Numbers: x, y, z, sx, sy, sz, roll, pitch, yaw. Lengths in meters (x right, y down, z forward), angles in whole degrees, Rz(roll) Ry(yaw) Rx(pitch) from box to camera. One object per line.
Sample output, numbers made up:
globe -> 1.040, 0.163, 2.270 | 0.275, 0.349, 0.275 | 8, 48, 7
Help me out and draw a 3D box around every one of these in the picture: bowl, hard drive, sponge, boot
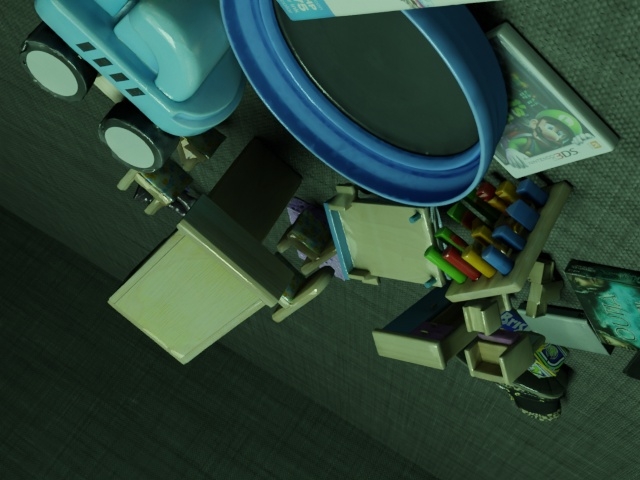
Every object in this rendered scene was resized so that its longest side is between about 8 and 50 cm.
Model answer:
bowl -> 0.049, -0.206, 0.990 | 0.391, 0.077, 0.391 | 35, 158, 16
hard drive -> 0.398, 0.142, 1.335 | 0.135, 0.022, 0.094 | 7, 146, 52
sponge -> 0.000, 0.000, 1.625 | 0.117, 0.031, 0.210 | 28, 159, 19
boot -> 0.358, 0.261, 1.571 | 0.236, 0.085, 0.179 | 23, 159, 27

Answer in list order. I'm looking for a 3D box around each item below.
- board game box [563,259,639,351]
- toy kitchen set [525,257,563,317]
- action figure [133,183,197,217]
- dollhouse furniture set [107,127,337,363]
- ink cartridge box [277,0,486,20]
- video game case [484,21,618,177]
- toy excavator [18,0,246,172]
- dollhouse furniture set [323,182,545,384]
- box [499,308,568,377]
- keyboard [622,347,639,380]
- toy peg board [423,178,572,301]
board game box -> 0.438, 0.103, 1.181 | 0.126, 0.026, 0.186 | 12, 149, 46
toy kitchen set -> 0.316, 0.065, 1.237 | 0.075, 0.083, 0.068 | 16, -166, 42
action figure -> -0.271, -0.059, 1.834 | 0.285, 0.099, 0.185 | 38, 153, -20
dollhouse furniture set -> -0.126, -0.036, 1.299 | 0.362, 0.394, 0.256 | 42, 134, -12
ink cartridge box -> 0.066, -0.309, 0.609 | 0.270, 0.198, 0.197 | 12, 149, 48
video game case -> 0.223, -0.154, 0.957 | 0.190, 0.022, 0.173 | 41, 158, -15
toy excavator -> -0.218, -0.344, 1.028 | 0.433, 0.222, 0.445 | 44, 144, -21
dollhouse furniture set -> 0.198, 0.020, 1.269 | 0.286, 0.198, 0.304 | 6, 121, 47
box -> 0.344, 0.169, 1.432 | 0.169, 0.054, 0.059 | 36, 160, -5
keyboard -> 0.508, 0.159, 1.151 | 0.108, 0.023, 0.180 | 19, 146, 10
toy peg board -> 0.218, -0.013, 1.067 | 0.079, 0.161, 0.160 | 36, 160, -13
